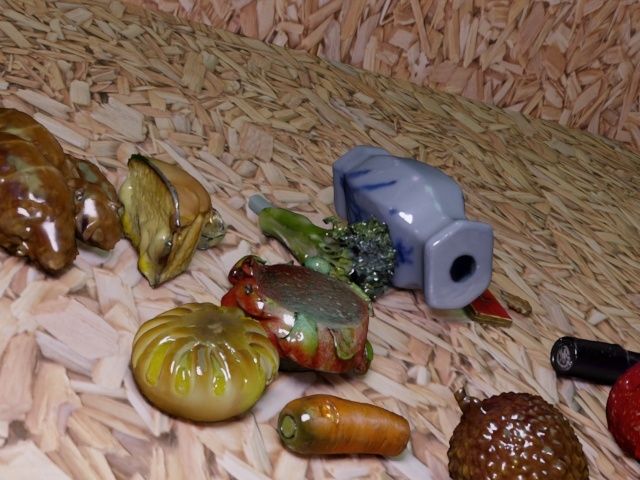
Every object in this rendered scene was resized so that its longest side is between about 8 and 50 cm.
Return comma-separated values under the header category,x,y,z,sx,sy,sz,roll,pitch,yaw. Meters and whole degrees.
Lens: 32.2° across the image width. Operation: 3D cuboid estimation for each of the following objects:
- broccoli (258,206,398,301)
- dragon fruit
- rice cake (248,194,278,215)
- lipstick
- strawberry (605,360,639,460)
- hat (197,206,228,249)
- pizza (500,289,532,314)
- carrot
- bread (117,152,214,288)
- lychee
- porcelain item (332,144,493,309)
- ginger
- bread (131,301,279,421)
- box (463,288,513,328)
category,x,y,z,sx,sy,sz,roll,pitch,yaw
broccoli,0.003,0.003,2.098,0.304,0.164,0.146,22,25,34
dragon fruit,-0.036,0.120,1.742,0.268,0.130,0.295,24,21,6
rice cake,-0.078,-0.041,2.241,0.042,0.030,0.180,-10,37,-46
lipstick,0.569,0.239,2.120,0.300,0.081,0.081,13,22,-29
strawberry,0.610,0.291,1.838,0.274,0.220,0.274,16,19,-6
hat,-0.215,-0.018,2.015,0.077,0.059,0.076,-14,57,-50
pizza,0.403,0.131,2.299,0.078,0.025,0.083,31,15,11
carrot,0.031,0.258,1.542,0.193,0.087,0.087,9,24,-36
bread,-0.249,-0.033,1.872,0.133,0.174,0.251,12,18,-33
lychee,0.263,0.297,1.519,0.238,0.200,0.200,47,22,-1
porcelain item,0.174,-0.037,2.191,0.179,0.242,0.405,-16,34,-20
ginger,-0.460,-0.076,1.803,0.274,0.152,0.357,34,14,-26
bread,-0.161,0.156,1.536,0.214,0.104,0.213,11,33,-7
box,0.322,0.129,2.231,0.090,0.023,0.133,15,22,-23
